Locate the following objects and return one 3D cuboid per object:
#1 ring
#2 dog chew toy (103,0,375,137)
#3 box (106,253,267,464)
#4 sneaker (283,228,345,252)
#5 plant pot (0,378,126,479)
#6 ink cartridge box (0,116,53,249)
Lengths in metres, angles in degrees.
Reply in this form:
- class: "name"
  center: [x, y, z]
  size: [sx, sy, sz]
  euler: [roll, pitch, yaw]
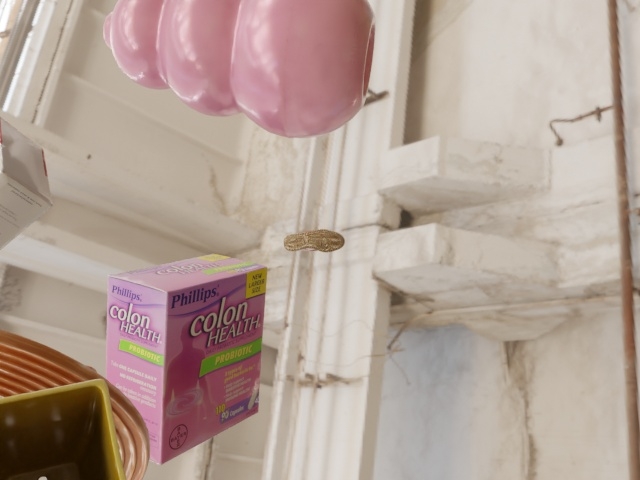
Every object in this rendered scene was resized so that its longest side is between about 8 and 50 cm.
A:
- class: "ring"
  center: [-0.299, 0.150, 0.503]
  size: [0.336, 0.336, 0.032]
  euler: [39, -150, -36]
- class: "dog chew toy"
  center: [-0.103, -0.241, 0.827]
  size: [0.206, 0.331, 0.207]
  euler: [9, -90, -83]
- class: "box"
  center: [-0.191, 0.159, 0.979]
  size: [0.213, 0.117, 0.243]
  euler: [-12, -71, -57]
- class: "sneaker"
  center: [0.000, 0.000, 1.199]
  size: [0.067, 0.118, 0.042]
  euler: [-6, -86, -61]
- class: "plant pot"
  center: [-0.165, 0.144, 0.400]
  size: [0.081, 0.083, 0.082]
  euler: [-7, -123, -26]
- class: "ink cartridge box"
  center: [-0.350, -0.035, 0.670]
  size: [0.063, 0.150, 0.109]
  euler: [44, -170, -46]
